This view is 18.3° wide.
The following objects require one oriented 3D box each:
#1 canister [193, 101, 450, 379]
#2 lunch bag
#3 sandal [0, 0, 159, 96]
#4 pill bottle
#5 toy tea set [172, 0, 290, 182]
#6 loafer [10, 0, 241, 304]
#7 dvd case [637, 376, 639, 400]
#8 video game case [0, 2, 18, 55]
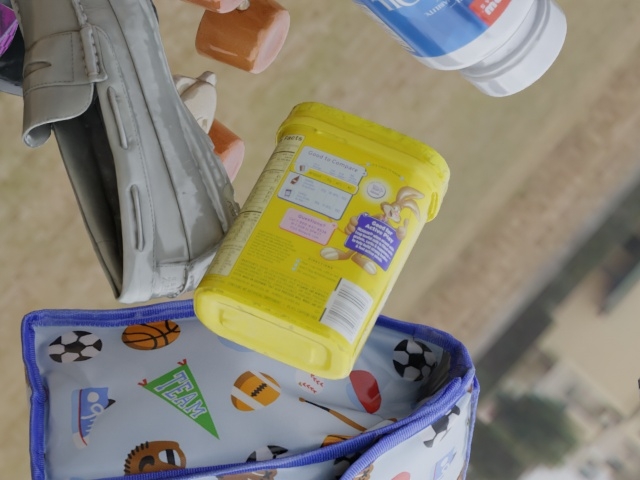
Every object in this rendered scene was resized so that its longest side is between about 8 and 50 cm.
[{"bbox_3d":[0.000,0.000,1.370,0.073,0.126,0.170,96,19,-57],"label":"canister"},{"bbox_3d":[-0.057,0.223,1.764,0.386,0.239,0.328,-6,139,-8],"label":"lunch bag"},{"bbox_3d":[-0.332,-0.248,1.725,0.107,0.446,0.167,-27,-131,53],"label":"sandal"},{"bbox_3d":[0.086,-0.206,1.488,0.124,0.221,0.124,-29,-139,30],"label":"pill bottle"},{"bbox_3d":[-0.113,-0.169,1.570,0.200,0.124,0.336,-37,152,-57],"label":"toy tea set"},{"bbox_3d":[-0.165,-0.106,1.412,0.111,0.319,0.112,-23,171,-32],"label":"loafer"},{"bbox_3d":[0.371,0.228,1.762,0.165,0.221,0.018,-2,-171,28],"label":"dvd case"},{"bbox_3d":[-0.378,-0.160,1.569,0.042,0.210,0.232,-59,-178,40],"label":"video game case"}]
